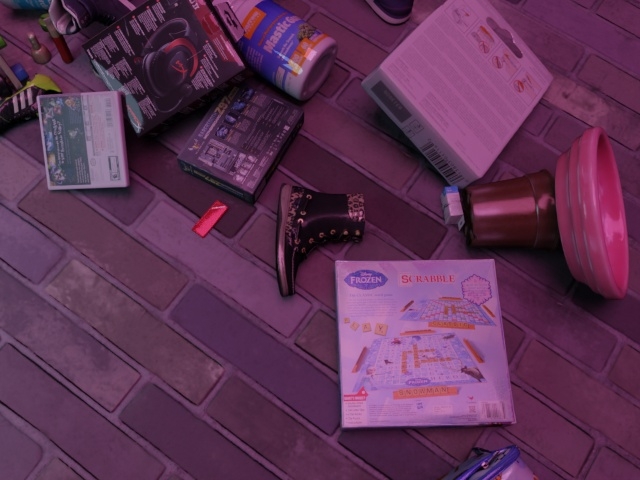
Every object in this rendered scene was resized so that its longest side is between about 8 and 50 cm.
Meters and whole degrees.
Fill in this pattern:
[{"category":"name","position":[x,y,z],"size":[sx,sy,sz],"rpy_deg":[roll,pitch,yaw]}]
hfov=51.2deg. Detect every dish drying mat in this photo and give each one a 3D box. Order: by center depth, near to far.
[{"category":"dish drying mat","position":[-0.227,-0.045,1.374],"size":[0.032,0.008,0.083],"rpy_deg":[35,70,9]}]

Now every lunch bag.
[{"category":"lunch bag","position":[0.217,0.445,1.079],"size":[0.303,0.243,0.115],"rpy_deg":[-32,74,-14]}]

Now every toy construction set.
[{"category":"toy construction set","position":[-0.702,-0.446,1.382],"size":[0.308,0.237,0.258],"rpy_deg":[-8,69,-8]}]

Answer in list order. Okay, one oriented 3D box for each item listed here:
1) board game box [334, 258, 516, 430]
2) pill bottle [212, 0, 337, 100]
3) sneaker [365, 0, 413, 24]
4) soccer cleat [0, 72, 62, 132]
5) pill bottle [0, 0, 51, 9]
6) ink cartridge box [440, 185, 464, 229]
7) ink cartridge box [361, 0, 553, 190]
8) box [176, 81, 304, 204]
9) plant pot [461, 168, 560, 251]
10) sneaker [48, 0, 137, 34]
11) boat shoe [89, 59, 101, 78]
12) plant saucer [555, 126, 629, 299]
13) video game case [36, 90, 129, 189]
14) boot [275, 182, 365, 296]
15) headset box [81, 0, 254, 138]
[{"category":"board game box","position":[0.189,0.194,1.273],"size":[0.318,0.066,0.318],"rpy_deg":[0,68,-3]},{"category":"pill bottle","position":[-0.111,-0.437,1.462],"size":[0.272,0.152,0.152],"rpy_deg":[34,70,9]},{"category":"sneaker","position":[0.113,-0.644,1.573],"size":[0.283,0.124,0.107],"rpy_deg":[39,70,12]},{"category":"soccer cleat","position":[-0.628,-0.280,1.419],"size":[0.072,0.060,0.179],"rpy_deg":[39,70,-2]},{"category":"pill bottle","position":[-0.582,-0.592,1.497],"size":[0.263,0.146,0.146],"rpy_deg":[0,68,-3]},{"category":"ink cartridge box","position":[0.274,-0.065,1.392],"size":[0.028,0.048,0.083],"rpy_deg":[-5,68,-5]},{"category":"ink cartridge box","position":[0.308,-0.343,1.446],"size":[0.308,0.091,0.385],"rpy_deg":[46,60,-8]},{"category":"box","position":[-0.166,-0.215,1.419],"size":[0.183,0.059,0.233],"rpy_deg":[26,69,7]},{"category":"plant pot","position":[0.375,-0.052,1.342],"size":[0.165,0.167,0.167],"rpy_deg":[-6,68,3]},{"category":"sneaker","position":[-0.472,-0.466,1.421],"size":[0.086,0.226,0.164],"rpy_deg":[-6,53,33]},{"category":"boat shoe","position":[-0.390,-0.391,1.467],"size":[0.232,0.079,0.084],"rpy_deg":[3,66,-4]},{"category":"plant saucer","position":[0.524,-0.049,1.291],"size":[0.084,0.332,0.332],"rpy_deg":[-8,64,32]},{"category":"video game case","position":[-0.477,-0.200,1.346],"size":[0.173,0.022,0.191],"rpy_deg":[-1,101,9]},{"category":"boot","position":[0.000,-0.002,1.331],"size":[0.178,0.085,0.237],"rpy_deg":[3,67,-5]},{"category":"headset box","position":[-0.294,-0.376,1.364],"size":[0.293,0.110,0.218],"rpy_deg":[-31,94,8]}]
